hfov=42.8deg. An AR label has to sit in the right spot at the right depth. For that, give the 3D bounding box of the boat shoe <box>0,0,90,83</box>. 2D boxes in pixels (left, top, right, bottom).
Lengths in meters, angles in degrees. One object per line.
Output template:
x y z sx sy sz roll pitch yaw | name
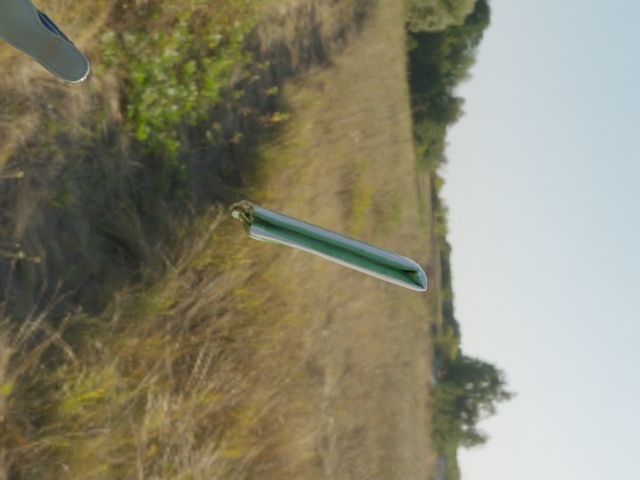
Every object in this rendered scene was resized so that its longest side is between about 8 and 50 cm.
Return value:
-0.451 -0.325 1.286 0.206 0.075 0.065 41 -1 -11 | boat shoe

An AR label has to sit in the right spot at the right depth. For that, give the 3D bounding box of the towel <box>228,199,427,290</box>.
0.000 0.000 1.116 0.325 0.248 0.038 -154 -98 -80 | towel
